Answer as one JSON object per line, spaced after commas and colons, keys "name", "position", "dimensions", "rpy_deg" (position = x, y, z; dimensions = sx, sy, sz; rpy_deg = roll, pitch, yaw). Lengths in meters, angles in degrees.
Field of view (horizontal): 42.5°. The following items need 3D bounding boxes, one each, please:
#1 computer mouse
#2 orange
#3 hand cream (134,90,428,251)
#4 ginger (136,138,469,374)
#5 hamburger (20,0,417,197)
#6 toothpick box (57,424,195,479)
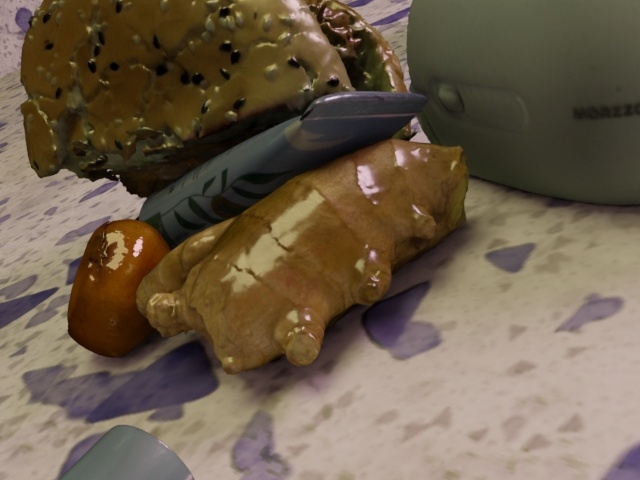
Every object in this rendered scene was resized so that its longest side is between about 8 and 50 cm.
{"name": "computer mouse", "position": [0.129, -0.085, 0.454], "dimensions": [0.079, 0.128, 0.230], "rpy_deg": [-32, 23, -35]}
{"name": "orange", "position": [-0.119, 0.028, 0.507], "dimensions": [0.062, 0.086, 0.086], "rpy_deg": [14, 26, -4]}
{"name": "hand cream", "position": [-0.048, -0.039, 0.519], "dimensions": [0.088, 0.055, 0.256], "rpy_deg": [-6, -13, -41]}
{"name": "ginger", "position": [-0.003, 0.007, 0.435], "dimensions": [0.205, 0.081, 0.115], "rpy_deg": [-27, 5, -1]}
{"name": "hamburger", "position": [-0.084, -0.130, 0.606], "dimensions": [0.287, 0.193, 0.167], "rpy_deg": [-8, -3, 31]}
{"name": "toothpick box", "position": [-0.090, 0.117, 0.313], "dimensions": [0.052, 0.052, 0.083], "rpy_deg": [-4, 29, 37]}
